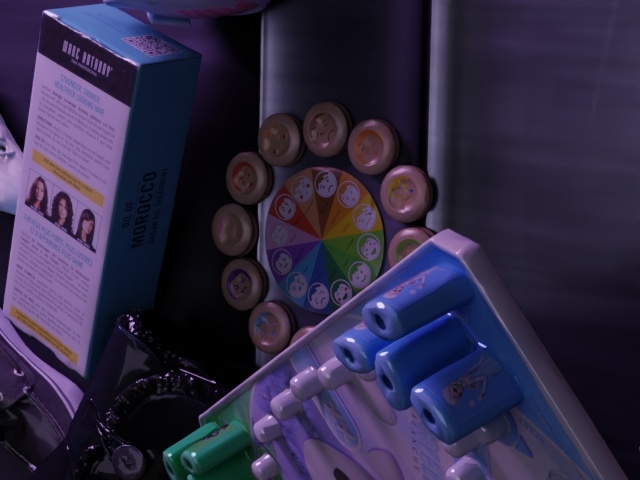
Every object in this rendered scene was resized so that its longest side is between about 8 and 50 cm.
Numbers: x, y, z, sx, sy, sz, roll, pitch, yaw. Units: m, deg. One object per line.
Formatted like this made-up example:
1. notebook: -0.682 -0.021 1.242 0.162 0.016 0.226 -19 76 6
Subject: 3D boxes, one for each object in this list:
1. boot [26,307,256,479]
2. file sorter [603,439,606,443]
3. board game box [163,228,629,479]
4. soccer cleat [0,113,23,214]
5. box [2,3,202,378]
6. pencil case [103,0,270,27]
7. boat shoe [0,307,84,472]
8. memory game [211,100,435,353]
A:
1. boot: -0.093 0.190 0.943 0.246 0.094 0.207 42 111 18
2. file sorter: 0.088 0.139 0.778 0.170 0.104 0.118 41 138 34
3. board game box: 0.075 0.226 0.696 0.390 0.050 0.390 58 153 6
4. soccer cleat: -0.275 -0.089 1.080 0.196 0.068 0.076 40 112 31
5. box: -0.158 -0.034 0.973 0.100 0.060 0.244 32 121 31
6. pencil case: -0.088 -0.280 0.900 0.124 0.113 0.273 5 95 55
7. boat shoe: -0.255 0.110 1.069 0.228 0.076 0.080 49 119 24
8. memory game: 0.000 0.000 0.915 0.186 0.012 0.186 3 95 37
